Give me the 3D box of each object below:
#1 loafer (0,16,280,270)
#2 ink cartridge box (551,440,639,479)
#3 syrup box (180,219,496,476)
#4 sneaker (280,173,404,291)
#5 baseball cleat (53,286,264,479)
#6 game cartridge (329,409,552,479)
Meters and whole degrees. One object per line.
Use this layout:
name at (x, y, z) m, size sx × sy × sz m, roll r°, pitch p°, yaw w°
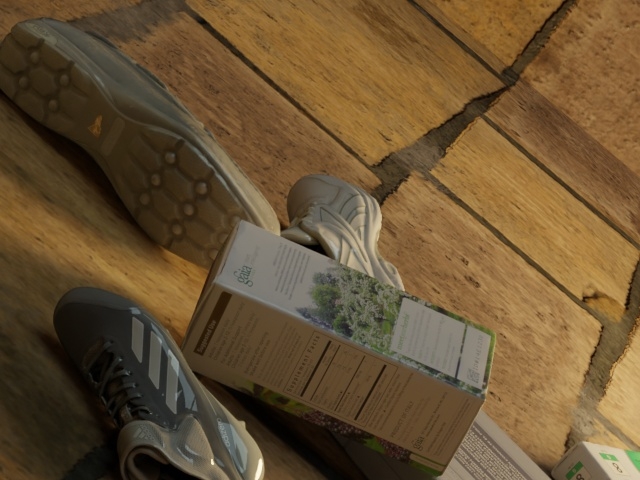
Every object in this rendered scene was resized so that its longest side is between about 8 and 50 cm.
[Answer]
loafer at (-0.150, -0.090, 1.721) m, size 0.319 × 0.112 × 0.111 m, roll 44°, pitch 28°, yaw 14°
ink cartridge box at (0.344, 0.296, 1.862) m, size 0.181 × 0.056 × 0.224 m, roll 16°, pitch 28°, yaw -49°
syrup box at (0.014, 0.086, 1.553) m, size 0.237 × 0.096 × 0.093 m, roll 23°, pitch 34°, yaw -4°
sneaker at (0.000, 0.000, 1.837) m, size 0.115 × 0.090 × 0.232 m, roll 23°, pitch 24°, yaw -31°
baseball cleat at (-0.128, 0.112, 1.369) m, size 0.206 × 0.072 × 0.109 m, roll 40°, pitch 25°, yaw 14°
game cartridge at (0.127, 0.210, 1.650) m, size 0.294 × 0.060 × 0.196 m, roll 45°, pitch 16°, yaw 17°
